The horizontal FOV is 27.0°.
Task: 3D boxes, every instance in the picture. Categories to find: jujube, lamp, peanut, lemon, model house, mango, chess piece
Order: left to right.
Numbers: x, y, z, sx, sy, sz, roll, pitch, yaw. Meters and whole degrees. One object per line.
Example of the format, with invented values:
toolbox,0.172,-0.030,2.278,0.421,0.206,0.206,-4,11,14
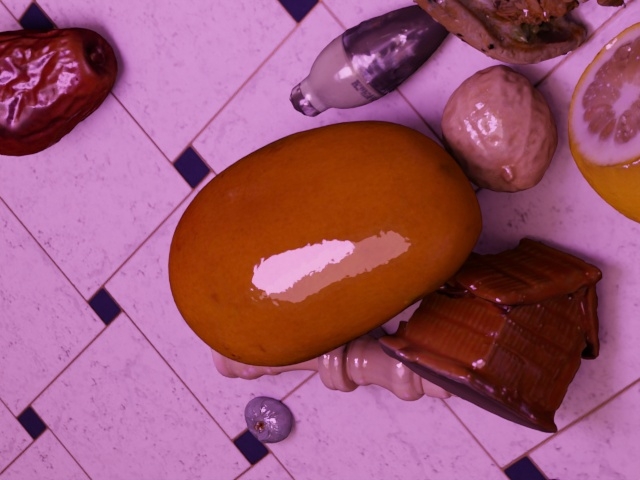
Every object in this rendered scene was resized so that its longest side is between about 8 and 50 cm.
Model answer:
jujube,-0.427,-0.230,1.981,0.255,0.190,0.190,-19,100,28
mango,0.000,0.000,1.706,0.445,0.232,0.300,-18,56,33
chess piece,0.037,0.165,1.914,0.397,0.117,0.117,5,113,27
lamp,0.065,-0.236,1.729,0.250,0.101,0.101,-31,93,25
peanut,0.224,-0.134,1.665,0.140,0.109,0.159,-34,89,43
model house,0.235,0.103,1.735,0.199,0.219,0.229,24,80,50
lemon,0.414,-0.120,1.492,0.219,0.240,0.240,28,135,-31

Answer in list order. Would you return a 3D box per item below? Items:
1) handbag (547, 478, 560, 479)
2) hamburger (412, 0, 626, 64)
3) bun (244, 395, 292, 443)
handbag,0.395,0.492,1.856,0.275,0.084,0.260,18,119,23
hamburger,0.201,-0.326,1.557,0.288,0.192,0.167,47,136,5
bun,-0.084,0.281,2.074,0.083,0.045,0.083,10,111,28
